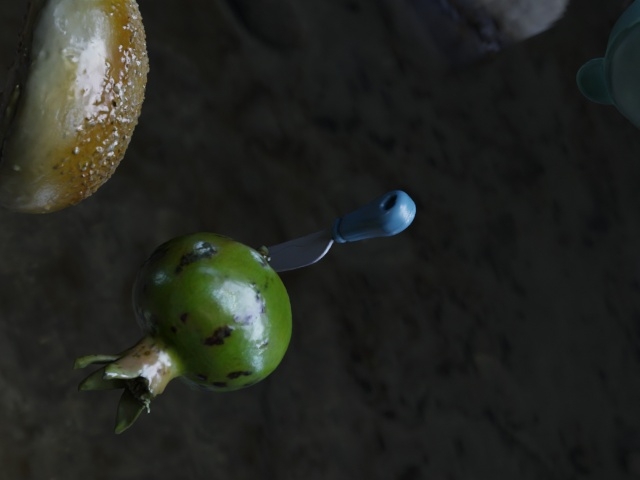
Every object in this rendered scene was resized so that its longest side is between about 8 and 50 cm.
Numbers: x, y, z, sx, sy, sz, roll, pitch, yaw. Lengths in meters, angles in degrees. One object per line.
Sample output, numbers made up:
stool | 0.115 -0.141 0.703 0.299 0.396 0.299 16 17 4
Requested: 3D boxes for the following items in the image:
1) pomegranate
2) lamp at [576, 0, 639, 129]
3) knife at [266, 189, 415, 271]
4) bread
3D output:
pomegranate | -0.129 0.082 1.396 0.156 0.220 0.156 59 -7 13
lamp | 0.437 -0.206 1.653 0.209 0.284 0.147 34 29 -21
knife | 0.000 0.001 1.663 0.032 0.244 0.058 44 40 -34
bread | -0.294 -0.163 1.758 0.171 0.314 0.192 17 14 -14
